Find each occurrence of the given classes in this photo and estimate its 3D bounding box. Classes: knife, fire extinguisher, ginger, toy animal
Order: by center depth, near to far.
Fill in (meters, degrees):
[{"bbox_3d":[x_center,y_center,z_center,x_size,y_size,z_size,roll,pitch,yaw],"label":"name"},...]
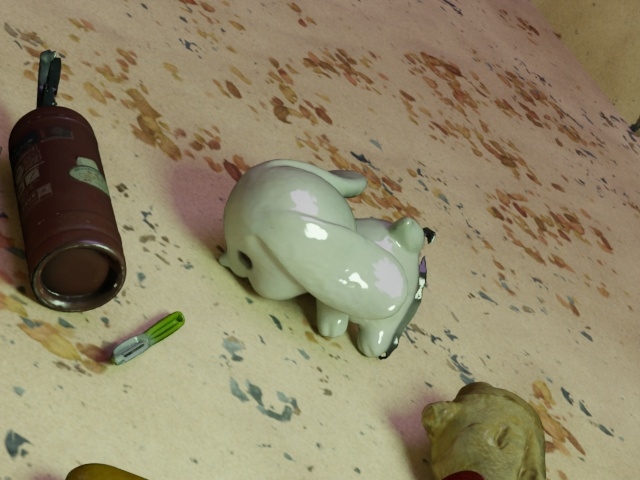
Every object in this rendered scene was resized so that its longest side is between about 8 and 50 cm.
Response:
[{"bbox_3d":[-0.187,0.106,1.647,0.184,0.026,0.022,-33,115,-68],"label":"knife"},{"bbox_3d":[-0.285,-0.083,1.686,0.102,0.138,0.344,2,40,-20],"label":"fire extinguisher"},{"bbox_3d":[0.207,0.284,1.793,0.190,0.126,0.354,35,22,-26],"label":"ginger"},{"bbox_3d":[0.015,0.013,1.918,0.249,0.174,0.289,51,24,23],"label":"toy animal"}]

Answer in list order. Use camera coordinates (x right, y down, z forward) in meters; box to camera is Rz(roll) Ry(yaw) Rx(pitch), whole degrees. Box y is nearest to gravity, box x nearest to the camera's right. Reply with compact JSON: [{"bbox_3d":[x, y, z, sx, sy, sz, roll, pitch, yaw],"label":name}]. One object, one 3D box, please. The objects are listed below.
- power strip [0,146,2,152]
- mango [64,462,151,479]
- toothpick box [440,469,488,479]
[{"bbox_3d":[-0.461,-0.135,1.639,0.268,0.034,0.092,32,25,-18],"label":"power strip"},{"bbox_3d":[-0.157,0.259,1.350,0.163,0.089,0.111,27,14,-7],"label":"mango"},{"bbox_3d":[0.235,0.399,1.543,0.333,0.204,0.204,34,25,-17],"label":"toothpick box"}]
